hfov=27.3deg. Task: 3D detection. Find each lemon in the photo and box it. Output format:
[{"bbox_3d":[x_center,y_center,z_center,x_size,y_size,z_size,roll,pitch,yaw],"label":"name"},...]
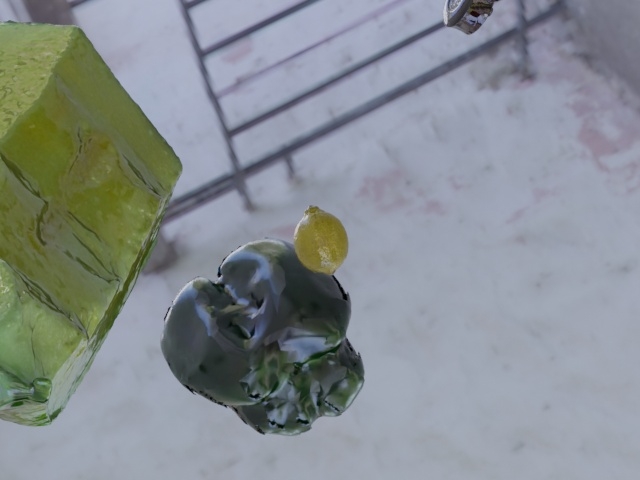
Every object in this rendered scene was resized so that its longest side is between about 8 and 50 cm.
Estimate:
[{"bbox_3d":[0.000,0.000,1.483,0.062,0.062,0.083,125,128,-77],"label":"lemon"}]

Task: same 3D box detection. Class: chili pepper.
[{"bbox_3d":[-0.067,0.137,1.787,0.233,0.248,0.257,50,175,-36],"label":"chili pepper"}]

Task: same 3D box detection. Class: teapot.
[{"bbox_3d":[0.165,-0.253,1.404,0.045,0.067,0.100,20,167,-22],"label":"teapot"}]

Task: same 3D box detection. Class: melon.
[{"bbox_3d":[-0.173,0.000,0.717,0.196,0.124,0.323,46,-157,-19],"label":"melon"}]
